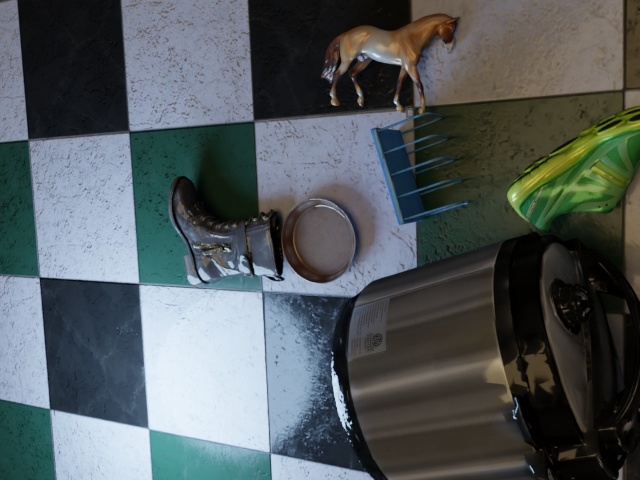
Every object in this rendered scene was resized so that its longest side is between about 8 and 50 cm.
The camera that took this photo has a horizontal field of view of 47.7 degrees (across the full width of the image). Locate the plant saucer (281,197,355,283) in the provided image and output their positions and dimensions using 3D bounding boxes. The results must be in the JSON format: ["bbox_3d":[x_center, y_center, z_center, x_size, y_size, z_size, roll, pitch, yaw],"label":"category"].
[{"bbox_3d":[0.000,0.000,1.419,0.168,0.029,0.168,5,99,30],"label":"plant saucer"}]

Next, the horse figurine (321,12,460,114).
[{"bbox_3d":[0.108,-0.321,1.295,0.263,0.066,0.174,13,108,26],"label":"horse figurine"}]

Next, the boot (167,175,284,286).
[{"bbox_3d":[-0.186,-0.028,1.504,0.229,0.091,0.263,-13,93,26],"label":"boot"}]

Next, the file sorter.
[{"bbox_3d":[0.176,-0.126,1.249,0.104,0.118,0.170,-18,87,27],"label":"file sorter"}]

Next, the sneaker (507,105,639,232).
[{"bbox_3d":[0.438,-0.112,1.117,0.295,0.109,0.123,-32,99,30],"label":"sneaker"}]

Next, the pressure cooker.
[{"bbox_3d":[0.273,0.190,1.081,0.420,0.375,0.370,-21,82,32],"label":"pressure cooker"}]
